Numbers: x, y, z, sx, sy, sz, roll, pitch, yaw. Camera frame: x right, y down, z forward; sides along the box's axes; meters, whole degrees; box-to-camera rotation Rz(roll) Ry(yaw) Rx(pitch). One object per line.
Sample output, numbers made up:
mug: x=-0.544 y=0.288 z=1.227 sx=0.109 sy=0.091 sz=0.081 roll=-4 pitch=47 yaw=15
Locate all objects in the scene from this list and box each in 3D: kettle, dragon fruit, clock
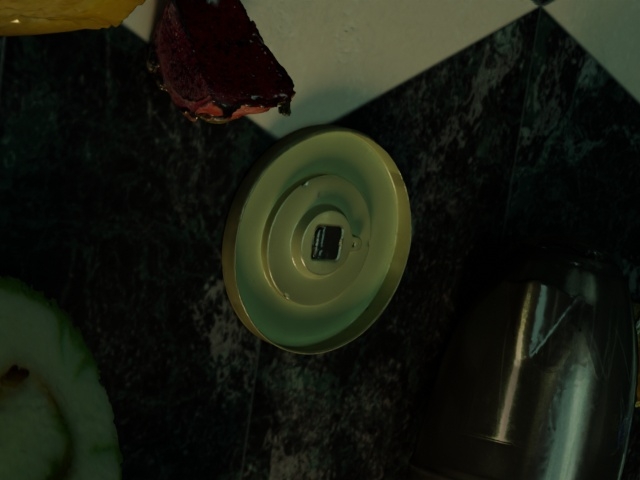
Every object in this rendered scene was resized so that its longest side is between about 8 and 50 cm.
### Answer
kettle: x=0.254 y=0.155 z=1.938 sx=0.321 sy=0.228 sz=0.324 roll=14 pitch=90 yaw=-66
dragon fruit: x=-0.102 y=-0.153 z=1.595 sx=0.102 sy=0.096 sz=0.147 roll=-9 pitch=66 yaw=-43
clock: x=0.000 y=0.000 z=1.773 sx=0.235 sy=0.029 sz=0.235 roll=-14 pitch=112 yaw=-38

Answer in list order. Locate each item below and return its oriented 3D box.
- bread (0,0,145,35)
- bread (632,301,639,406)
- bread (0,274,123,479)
bread: x=-0.270 y=-0.337 z=1.273 sx=0.239 sy=0.264 sz=0.395 roll=2 pitch=67 yaw=-39
bread: x=0.380 y=0.140 z=2.121 sx=0.140 sy=0.069 sz=0.128 roll=18 pitch=92 yaw=-45
bread: x=-0.317 y=0.162 z=1.403 sx=0.382 sy=0.129 sz=0.366 roll=68 pitch=28 yaw=-11
